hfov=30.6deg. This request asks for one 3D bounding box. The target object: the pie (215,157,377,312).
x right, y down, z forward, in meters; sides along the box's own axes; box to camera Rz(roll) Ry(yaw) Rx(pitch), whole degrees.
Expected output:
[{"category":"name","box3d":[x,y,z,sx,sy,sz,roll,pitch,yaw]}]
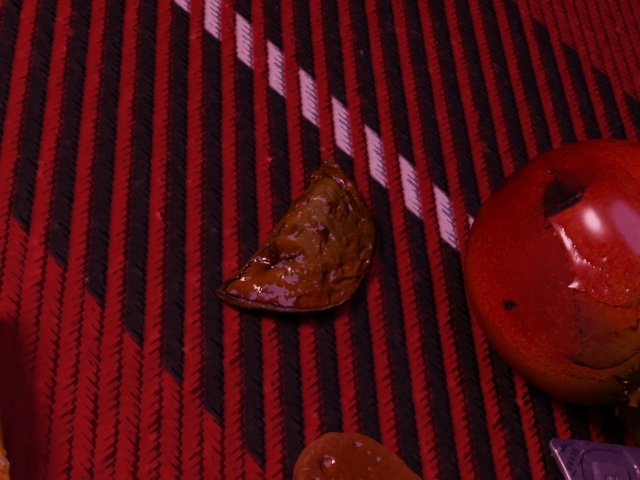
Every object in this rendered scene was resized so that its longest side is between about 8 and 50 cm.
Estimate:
[{"category":"pie","box3d":[0.001,0.002,0.932,0.088,0.033,0.191,34,48,2]}]

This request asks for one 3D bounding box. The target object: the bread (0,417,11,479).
[{"category":"bread","box3d":[-0.261,0.103,0.716,0.125,0.068,0.188,-2,54,-24]}]

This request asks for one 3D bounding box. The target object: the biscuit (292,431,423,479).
[{"category":"biscuit","box3d":[0.013,0.224,0.752,0.192,0.036,0.186,-24,62,-35]}]

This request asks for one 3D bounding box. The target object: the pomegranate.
[{"category":"pomegranate","box3d":[0.218,0.036,0.885,0.210,0.210,0.235,-14,76,-31]}]

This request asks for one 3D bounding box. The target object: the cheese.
[{"category":"cheese","box3d":[0.218,0.227,0.828,0.105,0.042,0.191,9,48,-17]}]
